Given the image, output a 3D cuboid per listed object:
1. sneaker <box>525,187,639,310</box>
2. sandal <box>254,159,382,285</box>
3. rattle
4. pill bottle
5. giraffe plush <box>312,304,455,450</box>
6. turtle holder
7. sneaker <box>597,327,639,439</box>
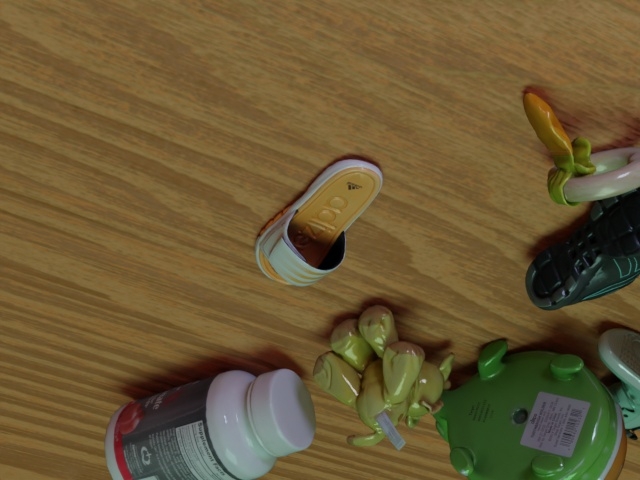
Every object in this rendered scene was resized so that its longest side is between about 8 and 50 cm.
[{"bbox_3d":[0.385,0.003,1.327,0.106,0.101,0.267,6,147,-37],"label":"sneaker"},{"bbox_3d":[-0.009,-0.004,1.330,0.102,0.076,0.265,19,139,-19],"label":"sandal"},{"bbox_3d":[0.351,-0.124,1.180,0.200,0.142,0.130,-15,178,17],"label":"rattle"},{"bbox_3d":[-0.174,0.310,1.650,0.319,0.176,0.176,-20,136,25],"label":"pill bottle"},{"bbox_3d":[0.119,0.209,1.542,0.181,0.210,0.170,-35,158,33],"label":"giraffe plush"},{"bbox_3d":[0.315,0.312,1.579,0.320,0.243,0.227,-23,136,27],"label":"turtle holder"},{"bbox_3d":[0.471,0.230,1.589,0.256,0.094,0.151,33,135,-31],"label":"sneaker"}]
